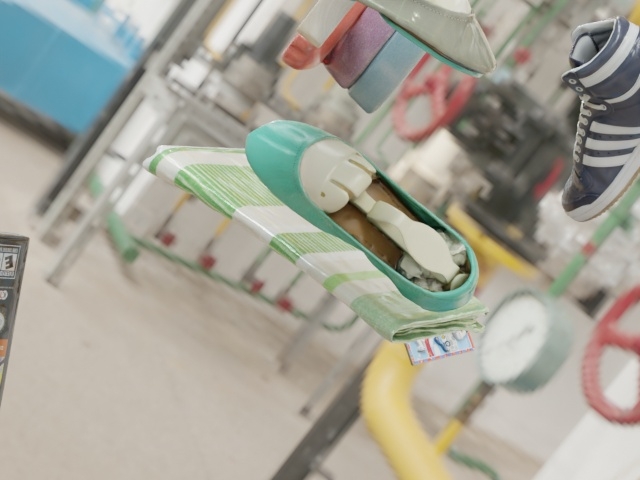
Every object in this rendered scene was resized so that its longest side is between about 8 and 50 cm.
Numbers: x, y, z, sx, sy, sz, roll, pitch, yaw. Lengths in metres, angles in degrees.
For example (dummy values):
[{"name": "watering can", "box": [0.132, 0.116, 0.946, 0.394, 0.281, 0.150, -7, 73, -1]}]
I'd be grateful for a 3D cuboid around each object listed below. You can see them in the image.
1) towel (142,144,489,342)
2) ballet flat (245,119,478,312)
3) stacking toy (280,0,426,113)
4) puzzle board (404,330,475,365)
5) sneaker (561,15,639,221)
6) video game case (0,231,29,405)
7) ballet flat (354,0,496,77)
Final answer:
[{"name": "towel", "box": [0.000, 0.000, 1.600, 0.325, 0.038, 0.248, 36, 17, 23]}, {"name": "ballet flat", "box": [0.046, -0.030, 1.402, 0.247, 0.083, 0.087, 39, -19, -6]}, {"name": "stacking toy", "box": [0.110, -0.223, 1.249, 0.130, 0.309, 0.279, 38, 9, -4]}, {"name": "puzzle board", "box": [0.124, 0.075, 1.845, 0.096, 0.011, 0.128, -10, 77, -36]}, {"name": "sneaker", "box": [0.321, -0.146, 1.851, 0.153, 0.282, 0.099, 26, 44, -9]}, {"name": "video game case", "box": [-0.387, 0.108, 1.463, 0.035, 0.248, 0.275, 11, 2, 29]}, {"name": "ballet flat", "box": [0.045, -0.181, 1.069, 0.213, 0.068, 0.072, 26, 24, -20]}]
